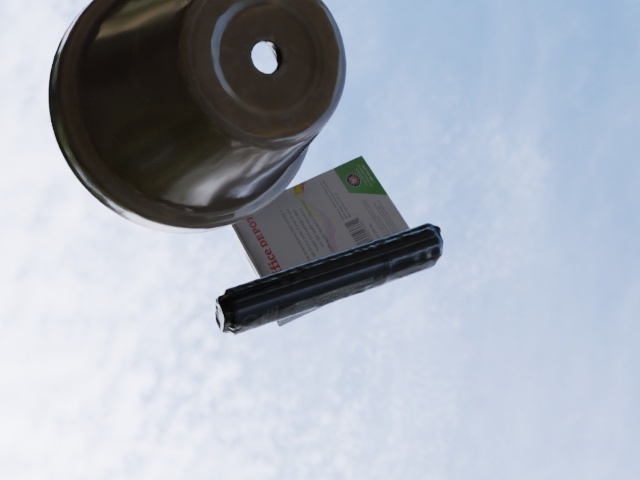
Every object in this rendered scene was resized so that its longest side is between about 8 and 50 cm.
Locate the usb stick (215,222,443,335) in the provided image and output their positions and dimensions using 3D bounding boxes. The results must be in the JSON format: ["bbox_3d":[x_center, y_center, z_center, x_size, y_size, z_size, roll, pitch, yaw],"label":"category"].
[{"bbox_3d":[0.014,0.044,1.137,0.278,0.077,0.045,-18,-113,-18],"label":"usb stick"}]

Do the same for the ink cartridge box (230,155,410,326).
[{"bbox_3d":[0.000,0.000,1.387,0.212,0.093,0.154,-24,-119,-12],"label":"ink cartridge box"}]

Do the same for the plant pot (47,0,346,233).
[{"bbox_3d":[-0.089,-0.141,0.899,0.229,0.263,0.263,-6,-117,62],"label":"plant pot"}]
